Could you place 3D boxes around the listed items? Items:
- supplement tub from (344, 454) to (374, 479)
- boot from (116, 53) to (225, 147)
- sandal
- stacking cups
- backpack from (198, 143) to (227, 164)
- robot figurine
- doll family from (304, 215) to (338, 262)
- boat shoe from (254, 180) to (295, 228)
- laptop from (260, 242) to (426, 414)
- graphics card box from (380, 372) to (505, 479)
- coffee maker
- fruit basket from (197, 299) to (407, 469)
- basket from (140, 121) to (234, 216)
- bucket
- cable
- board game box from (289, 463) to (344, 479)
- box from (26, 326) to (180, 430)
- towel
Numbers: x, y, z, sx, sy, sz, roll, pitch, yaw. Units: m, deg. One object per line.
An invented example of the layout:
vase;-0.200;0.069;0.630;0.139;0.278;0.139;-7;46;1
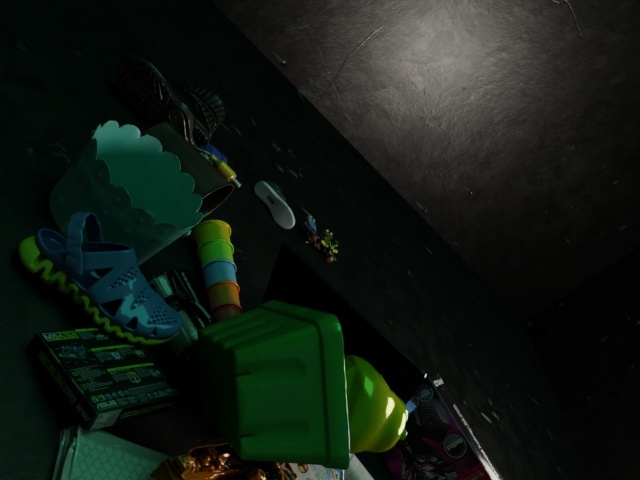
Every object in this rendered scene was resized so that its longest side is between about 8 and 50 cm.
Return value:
supplement tub;0.070;0.529;1.482;0.107;0.071;0.071;52;21;3
boot;-0.430;-0.425;1.932;0.348;0.131;0.260;52;25;-28
sandal;-0.374;0.064;1.180;0.317;0.138;0.126;38;12;-13
stacking cups;-0.241;0.098;1.555;0.096;0.096;0.316;31;33;-42
backpack;-0.309;-0.202;1.869;0.120;0.101;0.098;45;27;-31
robot figurine;-0.132;0.409;1.090;0.211;0.085;0.291;55;21;25
doll family;0.000;0.000;2.217;0.193;0.076;0.111;34;31;-28
boat shoe;-0.133;-0.121;2.140;0.183;0.065;0.083;53;22;6
laptop;0.077;0.209;1.462;0.382;0.408;0.236;41;49;19
graphics card box;0.296;0.555;1.680;0.094;0.233;0.371;9;47;-60
coffee maker;-0.279;0.158;1.347;0.178;0.120;0.171;59;-3;15
fruit basket;-0.009;0.254;1.177;0.392;0.392;0.283;-6;93;-66
basket;-0.356;-0.172;1.660;0.227;0.154;0.204;49;24;4
bucket;-0.402;-0.086;1.368;0.281;0.183;0.281;43;23;-23
cable;-0.332;-0.240;1.757;0.287;0.139;0.072;61;39;-23
board game box;-0.037;0.394;1.393;0.193;0.053;0.305;30;39;-25
box;-0.355;0.219;1.096;0.184;0.045;0.190;40;15;24
towel;-0.251;0.454;0.976;0.332;0.053;0.317;35;26;-34
